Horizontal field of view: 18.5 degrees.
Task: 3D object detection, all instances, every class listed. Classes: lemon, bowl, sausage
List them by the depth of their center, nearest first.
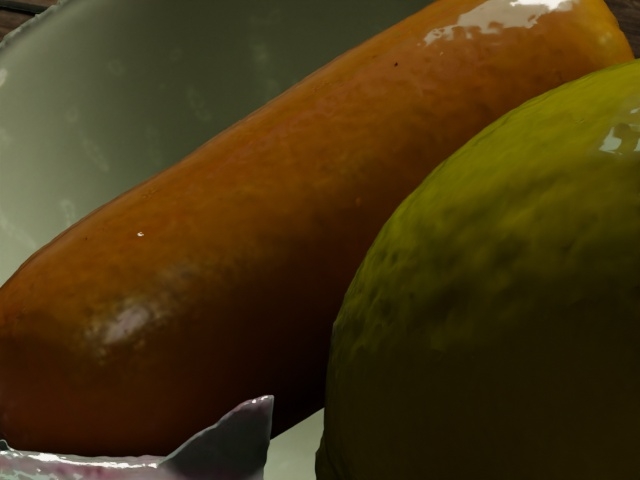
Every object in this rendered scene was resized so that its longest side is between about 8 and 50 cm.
[{"bbox_3d":[0.097,0.042,0.602,0.184,0.184,0.248,8,-24,-41],"label":"lemon"},{"bbox_3d":[-0.001,-0.001,0.708,0.274,0.105,0.105,-32,3,-10],"label":"sausage"},{"bbox_3d":[-0.016,0.028,0.861,0.337,0.337,0.157,4,-38,20],"label":"bowl"}]

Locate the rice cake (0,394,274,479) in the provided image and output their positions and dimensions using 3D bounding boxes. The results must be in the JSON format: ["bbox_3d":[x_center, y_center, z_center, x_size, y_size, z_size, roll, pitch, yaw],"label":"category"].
[{"bbox_3d":[-0.151,0.074,0.615,0.290,0.081,0.051,6,10,-15],"label":"rice cake"}]
